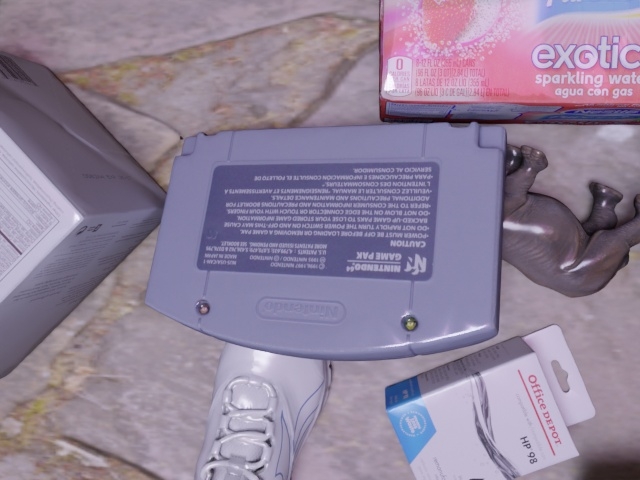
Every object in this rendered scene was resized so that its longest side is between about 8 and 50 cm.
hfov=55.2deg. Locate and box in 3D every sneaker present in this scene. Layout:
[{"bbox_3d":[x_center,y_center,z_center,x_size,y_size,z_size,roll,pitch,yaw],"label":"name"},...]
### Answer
[{"bbox_3d":[-0.060,0.189,0.559,0.111,0.129,0.296,9,95,7],"label":"sneaker"}]

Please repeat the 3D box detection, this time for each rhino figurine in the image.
[{"bbox_3d":[0.162,-0.032,0.545,0.244,0.073,0.106,25,98,7],"label":"rhino figurine"}]

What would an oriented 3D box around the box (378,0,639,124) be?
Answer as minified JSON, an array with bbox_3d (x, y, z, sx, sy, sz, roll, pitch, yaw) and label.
[{"bbox_3d":[0.197,-0.169,0.489,0.300,0.154,0.142,2,96,6],"label":"box"}]

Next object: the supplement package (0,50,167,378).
[{"bbox_3d":[-0.310,-0.007,0.528,0.263,0.199,0.198,-43,90,8],"label":"supplement package"}]

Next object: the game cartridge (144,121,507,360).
[{"bbox_3d":[0.000,0.000,0.514,0.295,0.060,0.195,2,69,20],"label":"game cartridge"}]

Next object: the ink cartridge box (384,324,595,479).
[{"bbox_3d":[0.162,0.160,0.569,0.180,0.060,0.104,-24,92,7],"label":"ink cartridge box"}]
